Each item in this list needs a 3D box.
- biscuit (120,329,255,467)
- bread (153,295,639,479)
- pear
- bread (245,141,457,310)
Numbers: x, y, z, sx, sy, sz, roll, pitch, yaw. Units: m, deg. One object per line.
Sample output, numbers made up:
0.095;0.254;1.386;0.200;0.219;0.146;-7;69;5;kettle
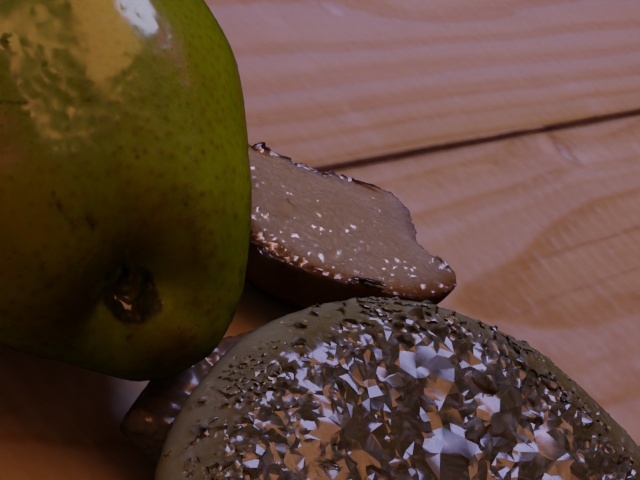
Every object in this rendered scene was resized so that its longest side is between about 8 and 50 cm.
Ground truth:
0.049;0.104;0.789;0.290;0.038;0.141;26;35;-12;biscuit
0.057;0.134;0.700;0.267;0.040;0.267;16;51;-21;bread
-0.116;-0.039;0.719;0.187;0.187;0.219;-2;58;-41;pear
0.000;0.000;0.883;0.129;0.044;0.126;13;31;-23;bread
